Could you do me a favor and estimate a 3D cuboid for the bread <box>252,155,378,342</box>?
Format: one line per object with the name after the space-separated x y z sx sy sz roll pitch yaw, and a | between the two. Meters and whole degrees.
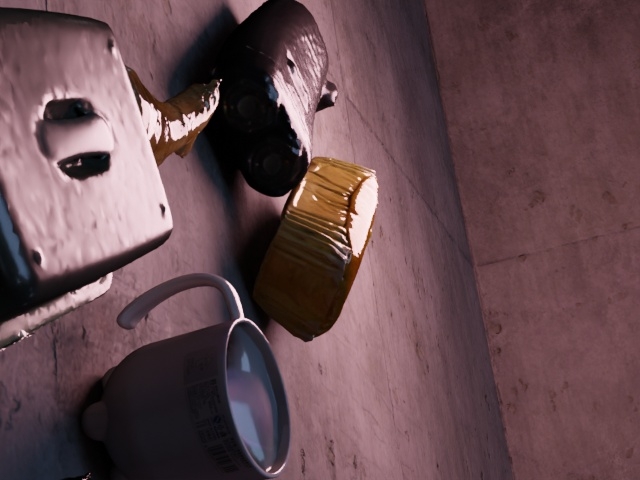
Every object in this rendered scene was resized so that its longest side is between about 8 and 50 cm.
0.000 0.000 1.494 0.288 0.119 0.152 -68 -178 -64 | bread

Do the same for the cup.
-0.121 0.127 0.976 0.134 0.142 0.173 -42 116 -71 | cup

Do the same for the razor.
-0.062 -0.197 1.521 0.327 0.107 0.189 -74 146 -61 | razor

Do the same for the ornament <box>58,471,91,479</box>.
-0.179 0.265 0.763 0.081 0.088 0.203 1 77 -72 | ornament

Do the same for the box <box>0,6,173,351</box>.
-0.225 -0.043 0.737 0.290 0.166 0.220 -37 111 -74 | box

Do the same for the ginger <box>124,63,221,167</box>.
-0.176 -0.103 1.104 0.334 0.081 0.147 -38 117 -72 | ginger
